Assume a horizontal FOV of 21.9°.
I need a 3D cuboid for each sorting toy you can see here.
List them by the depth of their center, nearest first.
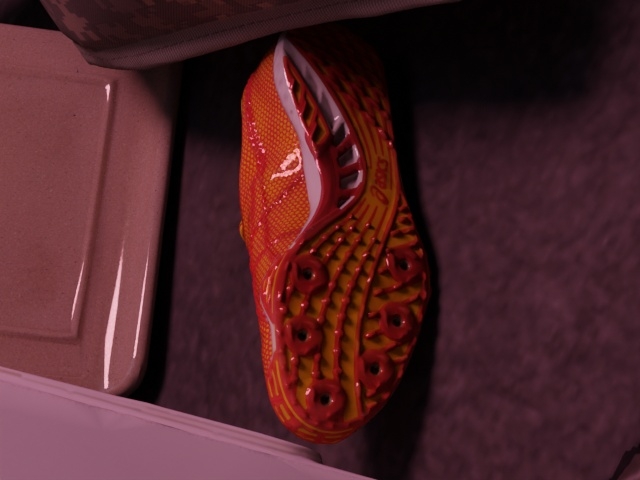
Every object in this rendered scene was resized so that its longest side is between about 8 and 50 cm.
[{"bbox_3d":[-0.166,-0.015,0.743,0.047,0.196,0.348,99,176,-63],"label":"sorting toy"}]

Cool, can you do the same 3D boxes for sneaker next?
[{"bbox_3d":[0.000,0.000,0.615,0.067,0.064,0.175,127,150,-48],"label":"sneaker"}]

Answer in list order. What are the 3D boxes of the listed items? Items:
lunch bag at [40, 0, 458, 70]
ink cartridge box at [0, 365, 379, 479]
[{"bbox_3d":[-0.071,-0.197,0.621,0.287,0.235,0.169,-4,44,48],"label":"lunch bag"},{"bbox_3d":[-0.078,0.164,0.475,0.171,0.168,0.233,120,166,-78],"label":"ink cartridge box"}]
